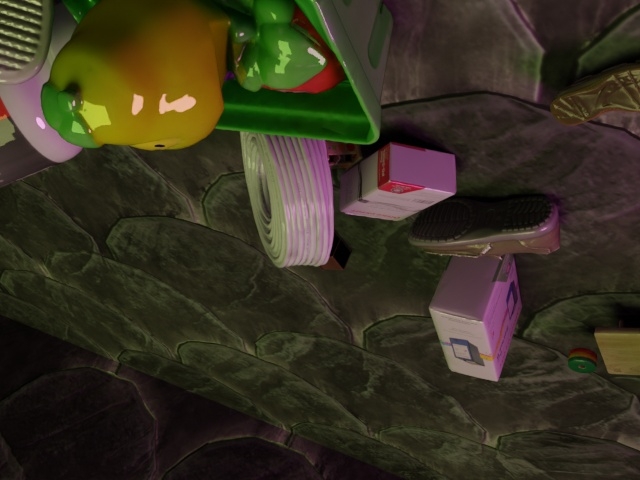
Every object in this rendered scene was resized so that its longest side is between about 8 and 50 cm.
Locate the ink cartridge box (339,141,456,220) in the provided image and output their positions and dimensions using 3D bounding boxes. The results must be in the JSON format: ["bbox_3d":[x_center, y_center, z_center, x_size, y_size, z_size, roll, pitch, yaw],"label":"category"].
[{"bbox_3d":[0.108,-0.082,1.299,0.109,0.063,0.150,8,163,-25],"label":"ink cartridge box"}]

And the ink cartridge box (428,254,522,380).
[{"bbox_3d":[0.256,0.109,1.455,0.093,0.154,0.212,13,151,24],"label":"ink cartridge box"}]

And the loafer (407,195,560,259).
[{"bbox_3d":[0.240,-0.005,1.325,0.251,0.094,0.087,0,140,43],"label":"loafer"}]

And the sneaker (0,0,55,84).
[{"bbox_3d":[-0.394,-0.350,1.090,0.135,0.366,0.150,-15,173,-3],"label":"sneaker"}]

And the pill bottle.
[{"bbox_3d":[-0.442,-0.178,1.199,0.363,0.210,0.210,-21,139,8],"label":"pill bottle"}]

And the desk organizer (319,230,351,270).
[{"bbox_3d":[0.000,0.000,1.621,0.050,0.047,0.130,2,145,38],"label":"desk organizer"}]

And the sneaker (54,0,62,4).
[{"bbox_3d":[-0.274,-0.298,1.280,0.221,0.083,0.087,29,129,-31],"label":"sneaker"}]

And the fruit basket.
[{"bbox_3d":[-0.137,-0.197,1.010,0.392,0.392,0.283,10,150,32],"label":"fruit basket"}]

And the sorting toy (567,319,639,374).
[{"bbox_3d":[0.521,0.162,1.416,0.274,0.046,0.132,-2,144,29],"label":"sorting toy"}]

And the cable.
[{"bbox_3d":[-0.050,-0.086,1.295,0.089,0.257,0.257,-11,162,-13],"label":"cable"}]

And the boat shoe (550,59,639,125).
[{"bbox_3d":[0.330,-0.170,0.998,0.153,0.048,0.056,-17,119,47],"label":"boat shoe"}]

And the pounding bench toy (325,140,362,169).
[{"bbox_3d":[0.021,-0.149,1.316,0.065,0.083,0.052,-5,165,-22],"label":"pounding bench toy"}]
